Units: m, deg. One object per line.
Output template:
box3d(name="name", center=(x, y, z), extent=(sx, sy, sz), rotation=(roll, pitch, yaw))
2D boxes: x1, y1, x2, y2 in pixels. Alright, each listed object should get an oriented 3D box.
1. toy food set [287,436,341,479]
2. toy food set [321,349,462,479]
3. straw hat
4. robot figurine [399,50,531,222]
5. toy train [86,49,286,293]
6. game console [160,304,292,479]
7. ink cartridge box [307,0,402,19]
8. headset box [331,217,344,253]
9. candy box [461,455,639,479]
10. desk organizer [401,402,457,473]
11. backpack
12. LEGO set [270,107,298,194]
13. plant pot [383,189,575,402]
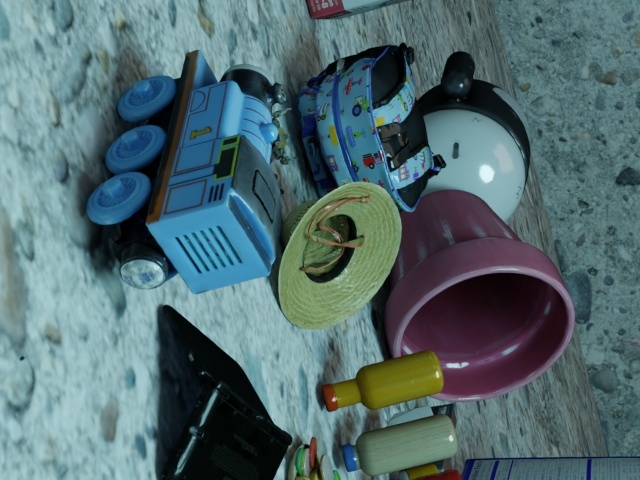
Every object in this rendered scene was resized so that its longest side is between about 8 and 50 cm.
box3d(name="toy food set", center=(-0.004, 0.199, 0.938), extent=(0.083, 0.020, 0.082), rotation=(61, 23, -43))
box3d(name="toy food set", center=(0.066, 0.208, 1.092), extent=(0.232, 0.104, 0.111), rotation=(85, -9, -53))
box3d(name="straw hat", center=(0.000, 0.000, 1.019), extent=(0.061, 0.144, 0.144), rotation=(36, -13, 38))
box3d(name="robot figurine", center=(0.174, -0.105, 1.493), extent=(0.209, 0.173, 0.278), rotation=(49, 23, -9))
box3d(name="toy train", center=(-0.075, -0.045, 0.738), extent=(0.184, 0.105, 0.080), rotation=(-84, 155, -46))
box3d(name="game console", center=(-0.075, 0.119, 0.784), extent=(0.107, 0.071, 0.122), rotation=(-64, 149, -15))
box3d(name="ink cartridge box", center=(0.072, -0.324, 1.299), extent=(0.128, 0.176, 0.127), rotation=(-33, 109, -72))
box3d(name="headset box", center=(0.017, 0.014, 1.122), extent=(0.083, 0.032, 0.062), rotation=(60, 24, -43))
box3d(name="candy box", center=(0.311, 0.373, 1.261), extent=(0.122, 0.317, 0.268), rotation=(-17, 103, -75))
box3d(name="desk organizer", center=(0.122, 0.233, 1.281), extent=(0.130, 0.047, 0.050), rotation=(-65, 142, -64))
box3d(name="backpack", center=(0.042, -0.097, 1.139), extent=(0.173, 0.117, 0.158), rotation=(-59, 134, -67))
box3d(name="LEGO set", center=(-0.042, -0.079, 1.029), extent=(0.054, 0.023, 0.083), rotation=(62, 36, -36))
box3d(name="plant pot", center=(0.156, 0.048, 1.313), extent=(0.180, 0.201, 0.201), rotation=(-108, 172, -48))
